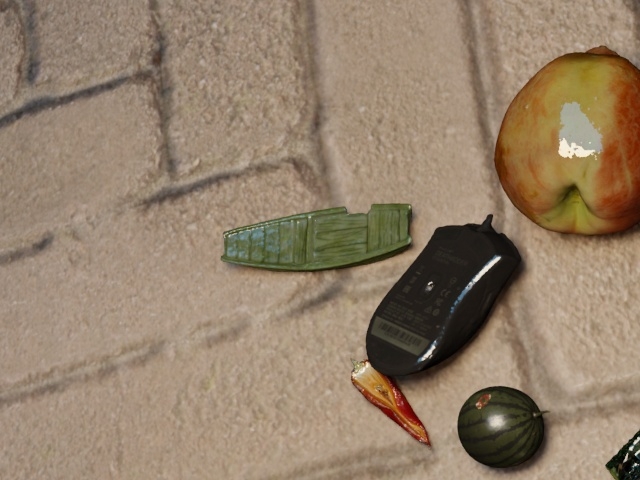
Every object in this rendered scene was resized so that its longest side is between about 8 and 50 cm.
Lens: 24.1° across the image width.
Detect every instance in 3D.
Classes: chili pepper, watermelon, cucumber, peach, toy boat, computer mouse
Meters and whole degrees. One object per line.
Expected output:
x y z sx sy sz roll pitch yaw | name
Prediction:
0.098 0.217 2.010 0.045 0.027 0.178 -48 56 3 | chili pepper
0.238 0.232 1.888 0.133 0.105 0.105 -21 58 38 | watermelon
0.451 0.201 1.847 0.256 0.044 0.043 -45 52 -1 | cucumber
0.347 -0.140 1.954 0.232 0.232 0.256 0 58 24 | peach
0.000 0.000 2.141 0.293 0.055 0.093 -7 65 21 | toy boat
0.168 0.081 2.008 0.264 0.088 0.147 -54 41 -6 | computer mouse
